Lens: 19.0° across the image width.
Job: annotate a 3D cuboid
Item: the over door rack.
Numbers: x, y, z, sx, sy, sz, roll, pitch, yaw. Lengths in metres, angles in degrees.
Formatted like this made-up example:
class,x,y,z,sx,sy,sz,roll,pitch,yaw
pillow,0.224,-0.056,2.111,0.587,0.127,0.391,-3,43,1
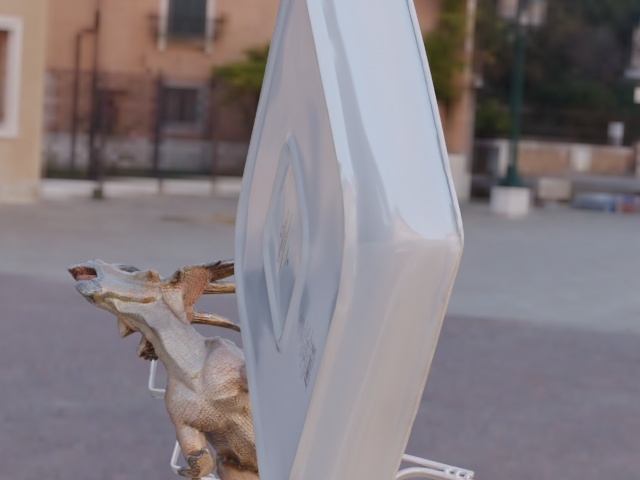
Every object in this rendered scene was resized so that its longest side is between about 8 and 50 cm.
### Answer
class,x,y,z,sx,sy,sz,roll,pitch,yaw
over door rack,-0.010,0.227,1.689,0.324,0.108,0.239,24,-22,11

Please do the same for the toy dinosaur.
class,x,y,z,sx,sy,sz,roll,pitch,yaw
toy dinosaur,-0.057,0.123,1.462,0.127,0.296,0.200,-32,24,0

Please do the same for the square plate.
class,x,y,z,sx,sy,sz,roll,pitch,yaw
square plate,0.000,0.000,1.133,0.049,0.347,0.344,3,44,-12
